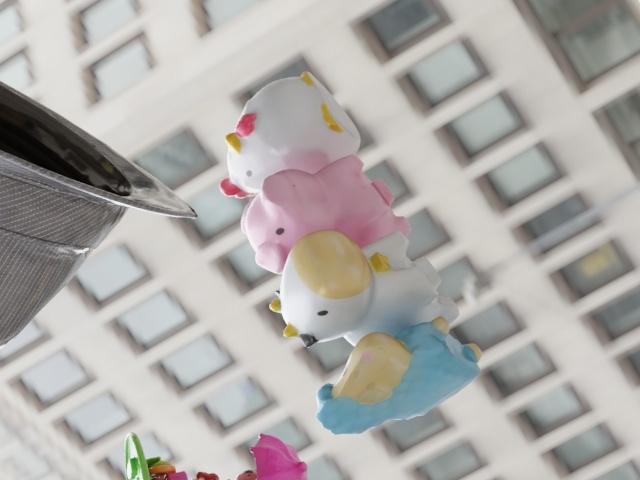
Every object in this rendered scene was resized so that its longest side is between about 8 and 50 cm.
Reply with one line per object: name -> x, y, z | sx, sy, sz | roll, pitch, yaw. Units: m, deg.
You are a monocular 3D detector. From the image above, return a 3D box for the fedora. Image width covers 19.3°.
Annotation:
fedora -> -0.213, -0.024, 1.018 | 0.275, 0.124, 0.244 | 32, -170, 34

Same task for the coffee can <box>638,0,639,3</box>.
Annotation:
coffee can -> 0.461, -0.322, 2.189 | 0.275, 0.202, 0.201 | 64, -163, 11

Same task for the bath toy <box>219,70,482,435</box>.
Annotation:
bath toy -> 0.000, 0.000, 1.539 | 0.151, 0.129, 0.348 | 42, -164, -45

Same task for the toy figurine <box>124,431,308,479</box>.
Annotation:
toy figurine -> -0.089, 0.231, 1.695 | 0.173, 0.159, 0.130 | 120, 141, -68
